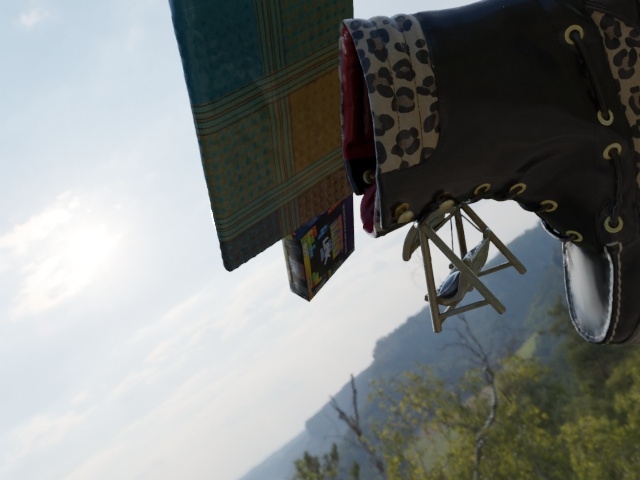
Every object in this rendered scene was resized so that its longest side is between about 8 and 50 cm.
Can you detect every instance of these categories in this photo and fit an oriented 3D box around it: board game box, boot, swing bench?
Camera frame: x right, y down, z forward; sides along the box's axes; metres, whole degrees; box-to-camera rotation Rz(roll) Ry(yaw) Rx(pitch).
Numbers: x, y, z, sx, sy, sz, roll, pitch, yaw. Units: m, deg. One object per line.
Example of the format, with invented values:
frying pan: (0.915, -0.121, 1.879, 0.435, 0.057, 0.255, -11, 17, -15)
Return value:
board game box: (0.000, 0.000, 1.092, 0.141, 0.048, 0.170, -46, -29, -28)
boot: (0.174, -0.051, 0.600, 0.284, 0.377, 0.138, -12, 24, -10)
swing bench: (0.303, 0.021, 1.420, 0.165, 0.254, 0.253, -24, 5, 33)

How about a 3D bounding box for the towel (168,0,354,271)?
towel: (-0.051, -0.171, 0.827, 0.271, 0.040, 0.370, -33, -45, -35)
